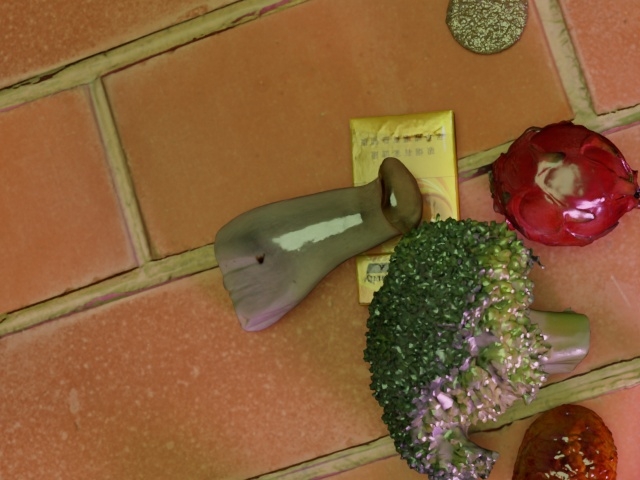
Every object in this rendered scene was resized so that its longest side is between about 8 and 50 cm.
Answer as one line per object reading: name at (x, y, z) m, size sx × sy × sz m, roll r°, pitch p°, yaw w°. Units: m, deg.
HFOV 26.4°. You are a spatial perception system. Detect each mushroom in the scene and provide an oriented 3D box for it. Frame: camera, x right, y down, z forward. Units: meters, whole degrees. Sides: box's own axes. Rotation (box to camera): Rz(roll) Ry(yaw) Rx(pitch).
mushroom at (0.000, 0.000, 1.891) m, size 0.329 × 0.122 × 0.159 m, roll -24°, pitch 113°, yaw 22°

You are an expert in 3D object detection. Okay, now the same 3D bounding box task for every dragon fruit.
dragon fruit at (0.324, -0.076, 1.831) m, size 0.210 × 0.172 × 0.172 m, roll -2°, pitch 85°, yaw 14°

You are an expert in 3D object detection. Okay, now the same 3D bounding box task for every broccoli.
broccoli at (0.204, 0.158, 1.777) m, size 0.302 × 0.249 × 0.375 m, roll 6°, pitch 102°, yaw 4°

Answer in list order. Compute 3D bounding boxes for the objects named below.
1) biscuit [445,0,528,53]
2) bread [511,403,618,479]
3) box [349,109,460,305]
biscuit at (0.237, -0.323, 1.946) m, size 0.120 × 0.015 × 0.120 m, roll -1°, pitch 85°, yaw 10°
bread at (0.309, 0.338, 1.800) m, size 0.139 × 0.095 × 0.268 m, roll 18°, pitch 61°, yaw 21°
box at (0.122, -0.045, 1.927) m, size 0.152 × 0.043 × 0.269 m, roll -3°, pitch 85°, yaw 12°
